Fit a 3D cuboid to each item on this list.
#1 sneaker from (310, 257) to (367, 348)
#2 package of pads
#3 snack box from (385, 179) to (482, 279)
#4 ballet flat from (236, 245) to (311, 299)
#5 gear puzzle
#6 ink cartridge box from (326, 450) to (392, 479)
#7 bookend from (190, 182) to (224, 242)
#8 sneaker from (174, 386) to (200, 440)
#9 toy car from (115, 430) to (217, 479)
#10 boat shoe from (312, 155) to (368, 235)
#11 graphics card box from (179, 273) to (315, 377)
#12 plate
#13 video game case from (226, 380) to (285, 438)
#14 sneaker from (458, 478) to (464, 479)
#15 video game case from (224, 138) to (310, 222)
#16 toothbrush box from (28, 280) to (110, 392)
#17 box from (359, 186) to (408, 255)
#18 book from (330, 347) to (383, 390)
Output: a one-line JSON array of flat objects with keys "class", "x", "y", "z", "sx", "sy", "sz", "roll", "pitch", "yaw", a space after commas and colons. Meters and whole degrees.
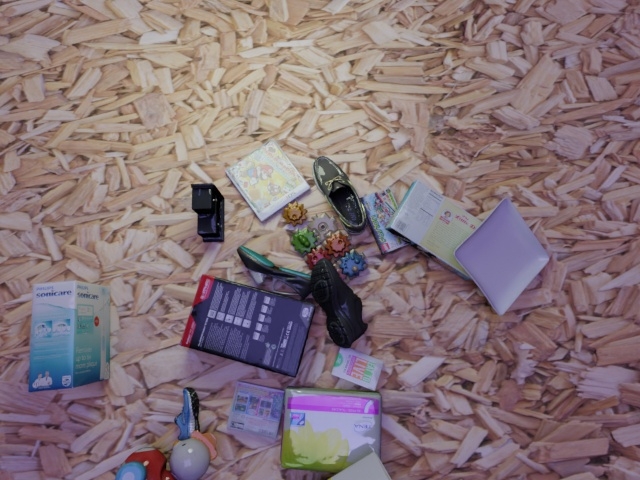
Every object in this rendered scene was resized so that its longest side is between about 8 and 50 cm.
[{"class": "sneaker", "x": 0.061, "y": 0.185, "z": 1.319, "sx": 0.130, "sy": 0.109, "sz": 0.286, "roll": -23, "pitch": 97, "yaw": -38}, {"class": "package of pads", "x": 0.033, "y": 0.566, "z": 1.251, "sx": 0.297, "sy": 0.101, "sz": 0.229, "roll": 3, "pitch": 78, "yaw": 1}, {"class": "snack box", "x": 0.395, "y": -0.033, "z": 1.370, "sx": 0.322, "sy": 0.060, "sz": 0.187, "roll": 33, "pitch": 80, "yaw": -5}, {"class": "ballet flat", "x": -0.155, "y": 0.112, "z": 1.348, "sx": 0.281, "sy": 0.095, "sz": 0.096, "roll": 23, "pitch": 91, "yaw": 4}, {"class": "gear puzzle", "x": 0.000, "y": 0.000, "z": 1.384, "sx": 0.175, "sy": 0.044, "sz": 0.339, "roll": -38, "pitch": 82, "yaw": -3}, {"class": "ink cartridge box", "x": 0.059, "y": 0.795, "z": 1.118, "sx": 0.385, "sy": 0.160, "sz": 0.279, "roll": -28, "pitch": 115, "yaw": -6}, {"class": "bookend", "x": -0.361, "y": -0.086, "z": 1.350, "sx": 0.073, "sy": 0.157, "sz": 0.156, "roll": -2, "pitch": 78, "yaw": -1}, {"class": "sneaker", "x": -0.412, "y": 0.531, "z": 1.274, "sx": 0.073, "sy": 0.063, "sz": 0.162, "roll": -5, "pitch": 79, "yaw": 2}, {"class": "toy car", "x": -0.409, "y": 0.629, "z": 1.190, "sx": 0.210, "sy": 0.219, "sz": 0.238, "roll": 45, "pitch": 68, "yaw": 8}, {"class": "boat shoe", "x": 0.065, "y": -0.162, "z": 1.402, "sx": 0.109, "sy": 0.091, "sz": 0.304, "roll": -28, "pitch": 80, "yaw": -5}, {"class": "graphics card box", "x": -0.219, "y": 0.263, "z": 1.314, "sx": 0.371, "sy": 0.094, "sz": 0.232, "roll": 14, "pitch": 78, "yaw": 3}, {"class": "plate", "x": 0.576, "y": 0.050, "z": 1.348, "sx": 0.277, "sy": 0.045, "sz": 0.278, "roll": -43, "pitch": 103, "yaw": -13}, {"class": "video game case", "x": -0.198, "y": 0.523, "z": 1.300, "sx": 0.157, "sy": 0.019, "sz": 0.143, "roll": 11, "pitch": 78, "yaw": 2}, {"class": "sneaker", "x": 0.405, "y": 0.767, "z": 1.245, "sx": 0.067, "sy": 0.042, "sz": 0.118, "roll": 43, "pitch": 74, "yaw": 3}, {"class": "video game case", "x": -0.182, "y": -0.209, "z": 1.443, "sx": 0.206, "sy": 0.026, "sz": 0.227, "roll": -36, "pitch": 81, "yaw": -7}, {"class": "toothbrush box", "x": -0.732, "y": 0.277, "z": 1.244, "sx": 0.126, "sy": 0.216, "sz": 0.295, "roll": -6, "pitch": 78, "yaw": -2}, {"class": "box", "x": 0.220, "y": -0.066, "z": 1.413, "sx": 0.114, "sy": 0.036, "sz": 0.206, "roll": -22, "pitch": 80, "yaw": -5}, {"class": "book", "x": 0.116, "y": 0.401, "z": 1.324, "sx": 0.144, "sy": 0.035, "sz": 0.096, "roll": 19, "pitch": 75, "yaw": 5}]
